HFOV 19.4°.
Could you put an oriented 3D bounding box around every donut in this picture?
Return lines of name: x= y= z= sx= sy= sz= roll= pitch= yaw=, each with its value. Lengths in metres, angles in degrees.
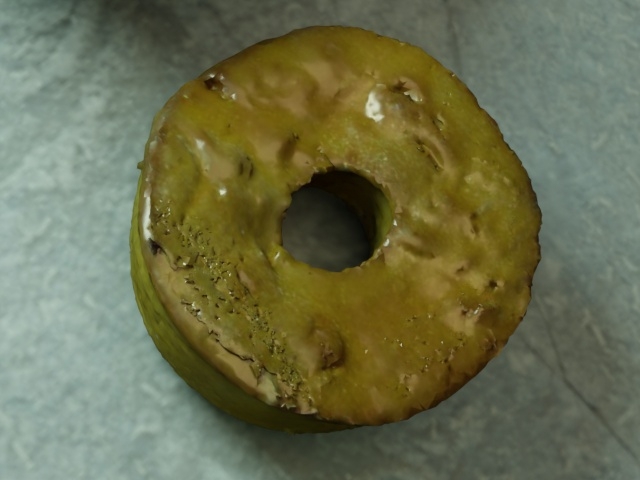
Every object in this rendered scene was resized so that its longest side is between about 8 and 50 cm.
donut: x=-0.002 y=0.001 z=1.217 sx=0.277 sy=0.108 sz=0.277 roll=9 pitch=67 yaw=-20
